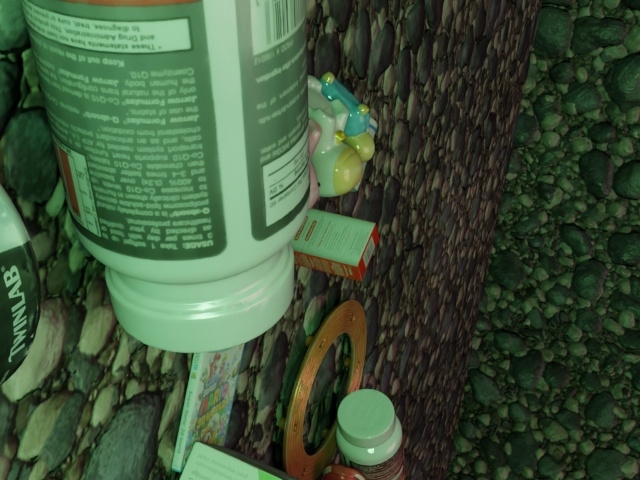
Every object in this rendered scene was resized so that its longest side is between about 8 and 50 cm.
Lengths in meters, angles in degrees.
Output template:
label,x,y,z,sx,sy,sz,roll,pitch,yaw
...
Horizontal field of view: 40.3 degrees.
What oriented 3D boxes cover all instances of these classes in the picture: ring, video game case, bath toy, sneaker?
label,x,y,z,sx,sy,sz,roll,pitch,yaw
ring,0.005,0.263,1.512,0.336,0.032,0.337,13,90,-69
video game case,-0.140,0.202,1.117,0.119,0.015,0.166,-4,107,-68
bath toy,-0.046,-0.094,1.026,0.129,0.151,0.348,-46,174,30
sneaker,0.026,0.498,1.565,0.221,0.087,0.128,91,15,-51

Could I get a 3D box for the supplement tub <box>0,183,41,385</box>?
label,x,y,z,sx,sy,sz,roll,pitch,yaw
supplement tub,-0.294,0.066,0.378,0.316,0.193,0.194,-46,144,-53

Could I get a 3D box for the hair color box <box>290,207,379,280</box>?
label,x,y,z,sx,sy,sz,roll,pitch,yaw
hair color box,0.000,0.000,1.168,0.043,0.141,0.072,71,38,-56

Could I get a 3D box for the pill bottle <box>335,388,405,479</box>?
label,x,y,z,sx,sy,sz,roll,pitch,yaw
pill bottle,0.091,0.373,1.592,0.221,0.121,0.121,81,30,-47

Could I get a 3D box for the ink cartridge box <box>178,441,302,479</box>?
label,x,y,z,sx,sy,sz,roll,pitch,yaw
ink cartridge box,-0.117,0.451,1.054,0.354,0.207,0.119,-68,159,-10

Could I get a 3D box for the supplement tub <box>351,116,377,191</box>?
label,x,y,z,sx,sy,sz,roll,pitch,yaw
supplement tub,0.038,-0.133,1.280,0.071,0.071,0.107,31,75,-69

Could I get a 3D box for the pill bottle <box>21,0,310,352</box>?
label,x,y,z,sx,sy,sz,roll,pitch,yaw
pill bottle,-0.114,-0.096,0.716,0.210,0.210,0.363,-52,149,-47
